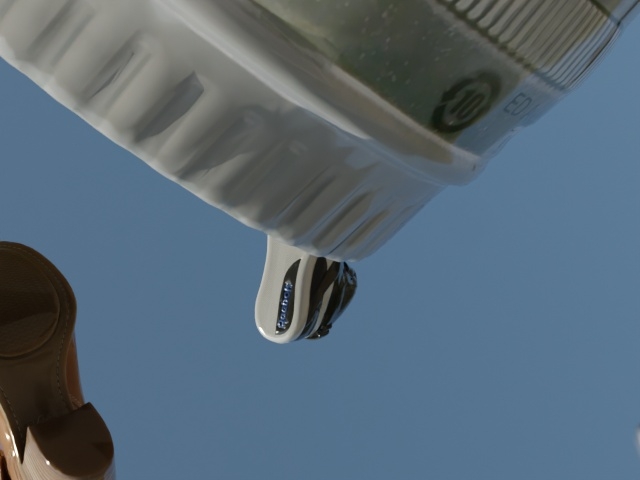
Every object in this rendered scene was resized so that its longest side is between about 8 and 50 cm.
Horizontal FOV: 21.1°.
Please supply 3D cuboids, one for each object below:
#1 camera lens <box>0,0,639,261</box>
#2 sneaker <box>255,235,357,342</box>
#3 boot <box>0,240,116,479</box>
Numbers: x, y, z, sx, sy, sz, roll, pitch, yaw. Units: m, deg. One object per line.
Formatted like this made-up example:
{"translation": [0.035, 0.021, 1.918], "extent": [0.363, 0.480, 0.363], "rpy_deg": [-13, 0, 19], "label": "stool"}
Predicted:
{"translation": [0.025, -0.160, 0.412], "extent": [0.219, 0.274, 0.219], "rpy_deg": [39, -169, -9], "label": "camera lens"}
{"translation": [0.000, 0.000, 1.820], "extent": [0.121, 0.079, 0.217], "rpy_deg": [-2, -68, -60], "label": "sneaker"}
{"translation": [-0.252, 0.160, 1.508], "extent": [0.109, 0.220, 0.283], "rpy_deg": [-19, -123, -27], "label": "boot"}
